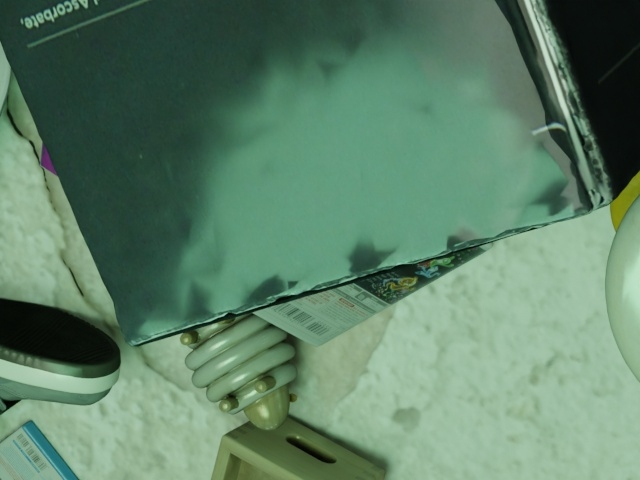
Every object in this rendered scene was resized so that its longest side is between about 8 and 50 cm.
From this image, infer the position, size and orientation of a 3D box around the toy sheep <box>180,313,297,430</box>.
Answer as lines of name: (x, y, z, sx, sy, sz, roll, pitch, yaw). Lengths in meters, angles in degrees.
toy sheep: (-0.064, 0.085, 1.466, 0.091, 0.091, 0.132, -29, 85, 28)

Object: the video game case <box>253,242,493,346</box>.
video game case: (0.000, 0.000, 1.378, 0.173, 0.022, 0.190, -31, 138, 28)

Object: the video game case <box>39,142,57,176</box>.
video game case: (-0.103, -0.084, 1.394, 0.210, 0.042, 0.232, 32, 143, 11)

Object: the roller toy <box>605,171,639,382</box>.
roller toy: (0.294, 0.027, 1.264, 0.209, 0.146, 0.191, -10, 95, 31)

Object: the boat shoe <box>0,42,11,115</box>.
boat shoe: (-0.337, -0.035, 1.504, 0.108, 0.102, 0.301, 28, 84, 3)

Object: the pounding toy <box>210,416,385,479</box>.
pounding toy: (-0.007, 0.222, 1.497, 0.141, 0.100, 0.130, 26, 116, 24)

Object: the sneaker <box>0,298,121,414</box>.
sneaker: (-0.294, 0.143, 1.557, 0.295, 0.124, 0.178, 10, 107, 28)

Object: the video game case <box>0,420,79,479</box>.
video game case: (-0.266, 0.242, 1.645, 0.166, 0.015, 0.119, -37, 92, 28)

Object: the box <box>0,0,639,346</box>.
box: (0.021, -0.264, 1.086, 0.297, 0.480, 0.471, -18, 100, 28)
